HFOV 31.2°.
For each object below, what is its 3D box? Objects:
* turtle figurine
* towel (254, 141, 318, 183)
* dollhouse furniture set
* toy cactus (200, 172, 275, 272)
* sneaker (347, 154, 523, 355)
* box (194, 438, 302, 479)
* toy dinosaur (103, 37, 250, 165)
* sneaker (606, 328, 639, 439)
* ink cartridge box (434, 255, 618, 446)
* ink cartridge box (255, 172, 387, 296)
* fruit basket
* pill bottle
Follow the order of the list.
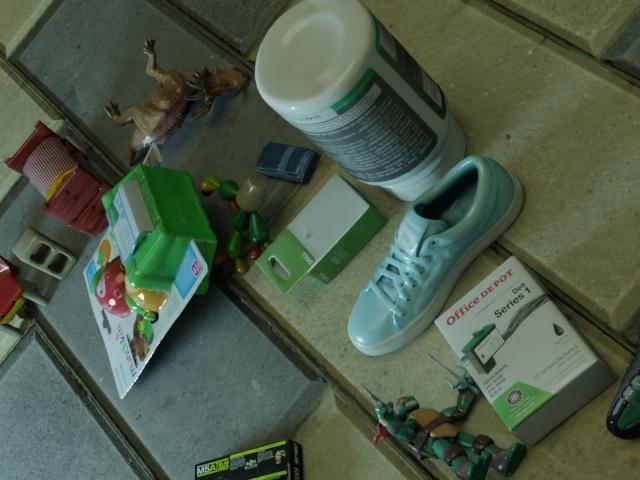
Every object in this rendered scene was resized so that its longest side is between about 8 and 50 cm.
[{"bbox_3d":[0.171,0.263,1.650,0.175,0.118,0.234,-26,42,-31],"label":"turtle figurine"},{"bbox_3d":[-0.062,-0.142,2.072,0.119,0.029,0.067,14,75,39],"label":"towel"},{"bbox_3d":[-0.586,-0.021,2.293,0.374,0.152,0.201,-52,49,2],"label":"dollhouse furniture set"},{"bbox_3d":[-0.143,-0.051,2.003,0.219,0.112,0.180,64,148,28],"label":"toy cactus"},{"bbox_3d":[0.149,0.010,1.767,0.366,0.150,0.135,-52,48,2],"label":"sneaker"},{"bbox_3d":[-0.114,0.424,1.807,0.191,0.045,0.184,-21,54,26],"label":"box"},{"bbox_3d":[-0.296,-0.256,2.239,0.200,0.127,0.295,41,99,34],"label":"toy dinosaur"},{"bbox_3d":[0.451,0.165,1.542,0.223,0.083,0.098,-50,26,0],"label":"sneaker"},{"bbox_3d":[0.288,0.154,1.633,0.160,0.092,0.219,-42,51,10],"label":"ink cartridge box"},{"bbox_3d":[0.000,0.000,1.933,0.209,0.062,0.109,-47,49,6],"label":"ink cartridge box"},{"bbox_3d":[-0.337,0.051,2.059,0.353,0.165,0.327,-50,46,28],"label":"fruit basket"},{"bbox_3d":[0.076,-0.210,1.792,0.204,0.361,0.204,-16,58,28],"label":"pill bottle"}]
